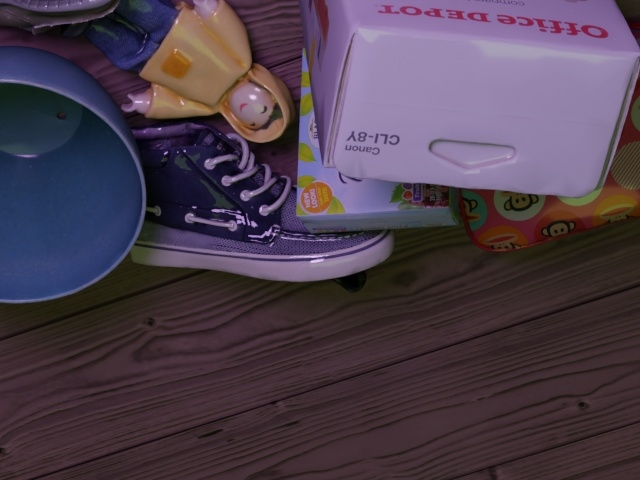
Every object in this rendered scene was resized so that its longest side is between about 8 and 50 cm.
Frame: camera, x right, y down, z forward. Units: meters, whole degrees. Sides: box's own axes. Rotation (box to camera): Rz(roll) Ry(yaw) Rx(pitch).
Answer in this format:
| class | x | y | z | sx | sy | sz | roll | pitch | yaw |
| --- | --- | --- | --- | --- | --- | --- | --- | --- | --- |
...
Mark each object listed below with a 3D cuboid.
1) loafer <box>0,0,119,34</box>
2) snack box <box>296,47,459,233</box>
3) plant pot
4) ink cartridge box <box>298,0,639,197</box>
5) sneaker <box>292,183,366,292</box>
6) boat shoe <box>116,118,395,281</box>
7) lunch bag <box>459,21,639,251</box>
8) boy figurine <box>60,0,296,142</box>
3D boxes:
| class | x | y | z | sx | sy | sz | roll | pitch | yaw |
| --- | --- | --- | --- | --- | --- | --- | --- | --- | --- |
| loafer | -0.294 | -0.269 | 1.565 | 0.251 | 0.094 | 0.087 | 8 | 169 | 35 |
| snack box | 0.066 | -0.117 | 1.661 | 0.174 | 0.207 | 0.070 | -2 | 160 | 16 |
| plant pot | -0.340 | -0.103 | 1.657 | 0.290 | 0.195 | 0.290 | -3 | 127 | -4 |
| ink cartridge box | 0.133 | -0.224 | 1.497 | 0.279 | 0.384 | 0.160 | 4 | 126 | -9 |
| sneaker | 0.000 | 0.000 | 1.845 | 0.178 | 0.077 | 0.072 | 33 | 116 | -26 |
| boat shoe | -0.085 | -0.052 | 1.732 | 0.340 | 0.127 | 0.158 | 1 | 121 | 12 |
| lunch bag | 0.282 | -0.134 | 1.747 | 0.293 | 0.120 | 0.258 | -14 | 126 | 5 |
| boy figurine | -0.154 | -0.198 | 1.674 | 0.285 | 0.092 | 0.177 | 34 | 114 | -23 |
